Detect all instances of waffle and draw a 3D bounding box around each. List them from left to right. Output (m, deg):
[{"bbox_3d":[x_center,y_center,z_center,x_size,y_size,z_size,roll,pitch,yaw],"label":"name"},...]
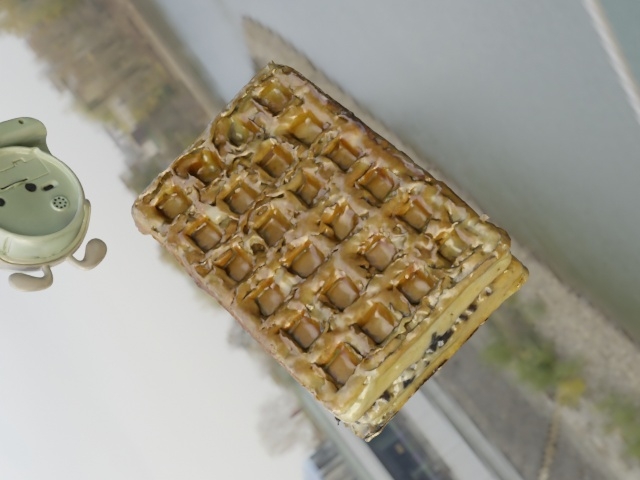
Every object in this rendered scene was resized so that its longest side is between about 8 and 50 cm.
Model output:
[{"bbox_3d":[-0.001,0.000,1.251,0.308,0.213,0.091,42,174,31],"label":"waffle"}]

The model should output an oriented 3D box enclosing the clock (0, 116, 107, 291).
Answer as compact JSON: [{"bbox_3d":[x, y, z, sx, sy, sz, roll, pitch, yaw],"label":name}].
[{"bbox_3d":[-0.316,-0.035,1.504,0.191,0.151,0.062,50,140,16],"label":"clock"}]
